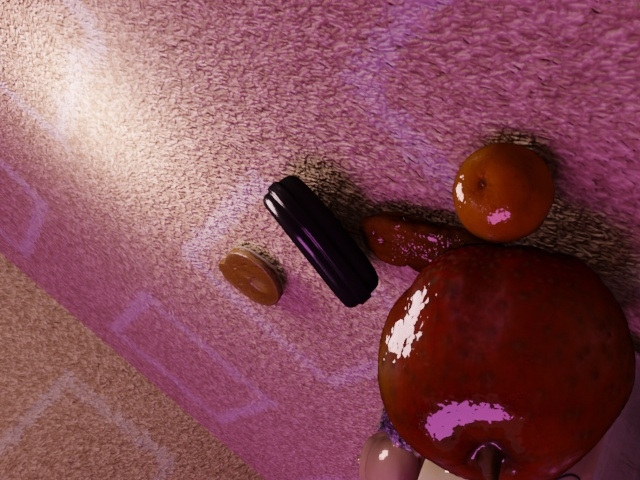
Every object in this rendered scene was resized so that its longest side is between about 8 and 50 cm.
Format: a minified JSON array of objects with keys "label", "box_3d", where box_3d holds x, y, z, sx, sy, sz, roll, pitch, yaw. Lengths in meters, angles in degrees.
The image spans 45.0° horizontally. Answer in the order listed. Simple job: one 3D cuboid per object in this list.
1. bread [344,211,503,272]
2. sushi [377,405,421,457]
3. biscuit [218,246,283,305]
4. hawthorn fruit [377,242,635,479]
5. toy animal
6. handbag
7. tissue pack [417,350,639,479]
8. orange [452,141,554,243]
[{"label":"bread","box_3d":[0.191,0.005,1.454,0.344,0.084,0.124,15,130,34]},{"label":"sushi","box_3d":[0.243,0.434,1.910,0.184,0.139,0.274,31,142,15]},{"label":"biscuit","box_3d":[-0.168,0.087,1.966,0.181,0.049,0.208,40,150,-2]},{"label":"hawthorn fruit","box_3d":[0.287,0.210,1.213,0.403,0.403,0.403,27,147,19]},{"label":"toy animal","box_3d":[0.199,0.629,2.166,0.221,0.210,0.229,-2,168,41]},{"label":"handbag","box_3d":[0.001,-0.001,1.558,0.308,0.093,0.254,52,178,-23]},{"label":"tissue pack","box_3d":[0.419,0.382,1.454,0.205,0.331,0.405,39,151,-23]},{"label":"orange","box_3d":[0.286,-0.073,1.197,0.159,0.159,0.136,5,173,43]}]
